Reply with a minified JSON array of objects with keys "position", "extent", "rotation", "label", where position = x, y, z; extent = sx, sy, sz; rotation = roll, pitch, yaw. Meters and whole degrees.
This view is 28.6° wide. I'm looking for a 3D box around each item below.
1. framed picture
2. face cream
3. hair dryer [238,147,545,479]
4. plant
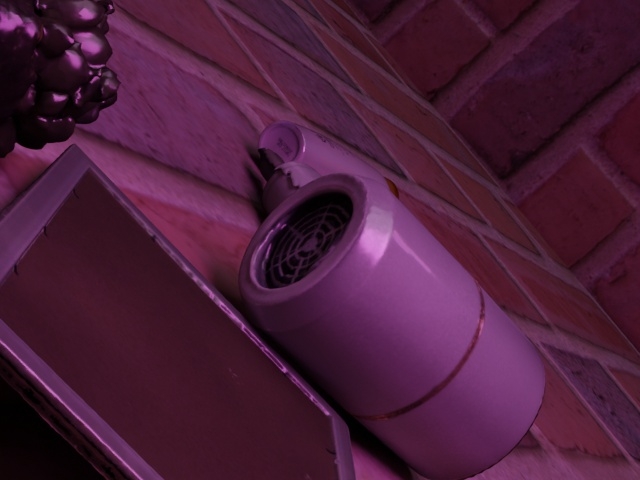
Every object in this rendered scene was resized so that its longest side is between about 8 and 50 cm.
[{"position":[-0.055,0.060,0.527],"extent":[0.217,0.017,0.274],"rotation":[47,7,-9],"label":"framed picture"},{"position":[0.010,-0.054,1.062],"extent":[0.072,0.051,0.182],"rotation":[47,11,28],"label":"face cream"},{"position":[0.000,0.000,0.819],"extent":[0.173,0.107,0.357],"rotation":[47,2,-30],"label":"hair dryer"},{"position":[-0.153,-0.087,0.548],"extent":[0.094,0.092,0.143],"rotation":[48,18,28],"label":"plant"}]
